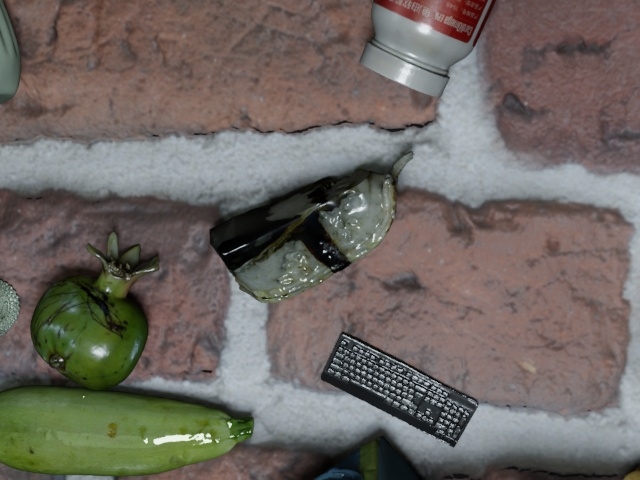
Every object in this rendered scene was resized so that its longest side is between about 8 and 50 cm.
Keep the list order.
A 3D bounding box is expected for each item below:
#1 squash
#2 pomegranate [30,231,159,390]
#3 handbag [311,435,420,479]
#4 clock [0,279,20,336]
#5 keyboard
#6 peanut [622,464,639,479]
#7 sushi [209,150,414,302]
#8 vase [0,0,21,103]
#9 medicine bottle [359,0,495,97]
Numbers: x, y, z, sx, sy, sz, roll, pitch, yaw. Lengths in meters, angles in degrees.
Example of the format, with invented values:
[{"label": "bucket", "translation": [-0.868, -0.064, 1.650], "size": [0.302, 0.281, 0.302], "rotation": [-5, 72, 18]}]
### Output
[{"label": "squash", "translation": [-0.268, 0.252, 1.548], "size": [0.370, 0.118, 0.118], "rotation": [2, 100, 6]}, {"label": "pomegranate", "translation": [-0.279, 0.091, 1.513], "size": [0.152, 0.131, 0.191], "rotation": [35, 97, 6]}, {"label": "handbag", "translation": [0.033, 0.405, 1.442], "size": [0.241, 0.263, 0.222], "rotation": [-36, 109, 16]}, {"label": "clock", "translation": [-0.442, 0.091, 1.602], "size": [0.074, 0.010, 0.083], "rotation": [45, 104, 1]}, {"label": "keyboard", "translation": [0.099, 0.193, 1.517], "size": [0.196, 0.015, 0.074], "rotation": [27, 104, 5]}, {"label": "peanut", "translation": [0.505, 0.278, 1.405], "size": [0.298, 0.120, 0.136], "rotation": [-14, 101, 16]}, {"label": "sushi", "translation": [0.007, -0.009, 1.458], "size": [0.272, 0.134, 0.109], "rotation": [-25, 108, -1]}, {"label": "vase", "translation": [-0.456, -0.290, 1.484], "size": [0.128, 0.128, 0.248], "rotation": [-14, 89, 13]}, {"label": "medicine bottle", "translation": [0.141, -0.300, 1.363], "size": [0.131, 0.131, 0.250], "rotation": [26, 104, 5]}]
